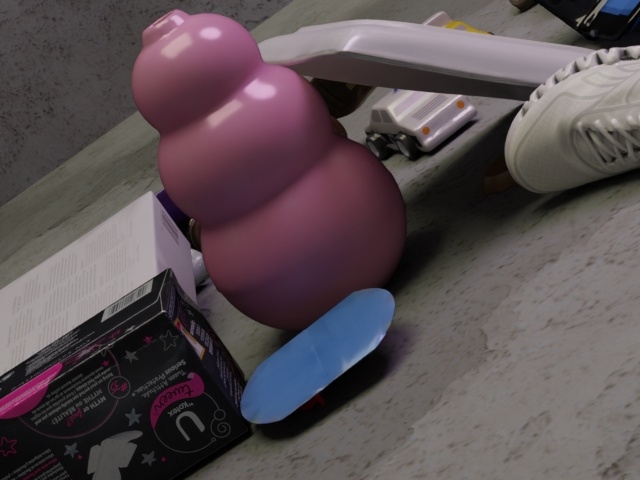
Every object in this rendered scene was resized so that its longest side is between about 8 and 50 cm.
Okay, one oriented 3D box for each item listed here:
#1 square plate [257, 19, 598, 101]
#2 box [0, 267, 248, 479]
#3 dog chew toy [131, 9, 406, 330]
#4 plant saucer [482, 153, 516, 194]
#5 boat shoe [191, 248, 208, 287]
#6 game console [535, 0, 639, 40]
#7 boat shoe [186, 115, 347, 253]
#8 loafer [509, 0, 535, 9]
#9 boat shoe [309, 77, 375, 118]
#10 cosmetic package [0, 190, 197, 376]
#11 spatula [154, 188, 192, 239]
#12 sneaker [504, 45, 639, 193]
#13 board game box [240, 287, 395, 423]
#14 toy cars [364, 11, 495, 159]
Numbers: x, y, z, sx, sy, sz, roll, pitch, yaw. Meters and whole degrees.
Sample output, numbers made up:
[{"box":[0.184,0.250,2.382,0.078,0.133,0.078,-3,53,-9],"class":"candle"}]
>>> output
[{"box":[0.124,-0.179,1.647,0.344,0.049,0.347,5,3,-19],"class":"square plate"},{"box":[-0.204,0.163,1.507,0.247,0.142,0.163,-32,13,4],"class":"box"},{"box":[-0.061,-0.076,1.576,0.207,0.331,0.206,-32,14,9],"class":"dog chew toy"},{"box":[0.196,-0.077,1.648,0.083,0.015,0.083,-32,14,9],"class":"plant saucer"},{"box":[-0.207,0.040,2.064,0.081,0.079,0.227,-32,17,-25],"class":"boat shoe"},{"box":[0.351,-0.385,1.839,0.293,0.250,0.173,-51,-22,5],"class":"game console"},{"box":[-0.077,-0.072,2.092,0.257,0.095,0.095,-38,5,-22],"class":"boat shoe"},{"box":[0.303,-0.374,2.316,0.056,0.050,0.148,-28,31,36],"class":"loafer"},{"box":[0.051,-0.214,2.087,0.072,0.068,0.190,-44,9,-35],"class":"boat shoe"},{"box":[-0.273,0.122,1.784,0.284,0.097,0.377,-31,24,7],"class":"cosmetic package"},{"box":[-0.187,-0.027,2.119,0.084,0.030,0.296,-39,-6,0],"class":"spatula"},{"box":[0.284,-0.112,1.409,0.292,0.110,0.118,-27,25,29],"class":"sneaker"},{"box":[0.006,0.112,1.430,0.169,0.033,0.133,-38,19,3],"class":"board game box"},{"box":[0.134,-0.207,2.065,0.176,0.087,0.393,-28,16,26],"class":"toy cars"}]
